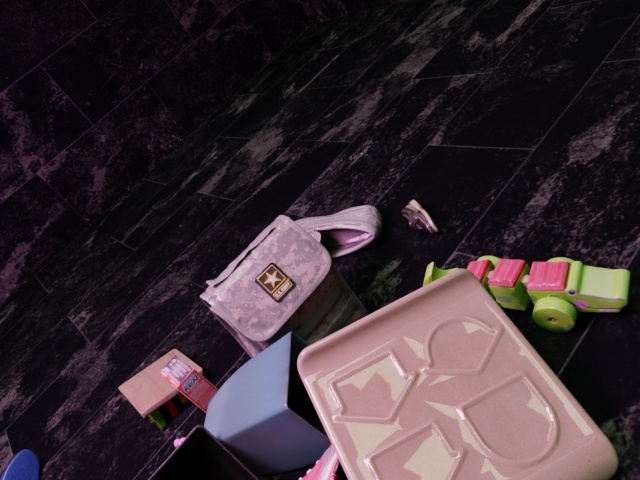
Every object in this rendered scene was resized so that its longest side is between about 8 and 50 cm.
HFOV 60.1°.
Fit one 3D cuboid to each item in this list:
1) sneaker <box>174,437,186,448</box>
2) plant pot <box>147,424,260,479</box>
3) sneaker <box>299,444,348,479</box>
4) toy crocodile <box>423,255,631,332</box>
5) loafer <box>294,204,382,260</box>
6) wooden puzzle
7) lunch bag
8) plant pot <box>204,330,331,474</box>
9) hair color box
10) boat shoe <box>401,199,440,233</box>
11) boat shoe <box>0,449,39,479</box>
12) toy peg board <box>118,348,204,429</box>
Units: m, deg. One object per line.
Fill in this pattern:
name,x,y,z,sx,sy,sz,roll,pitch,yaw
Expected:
sneaker,-0.247,0.424,1.122,0.119,0.047,0.057,-24,50,25
plant pot,-0.216,0.450,0.879,0.167,0.188,0.187,-48,-2,30
sneaker,-0.009,0.397,0.851,0.136,0.116,0.314,-3,43,47
toy crocodile,0.339,0.076,0.947,0.341,0.105,0.115,-1,46,43
loafer,0.000,0.000,1.373,0.319,0.112,0.111,-20,26,23
wooden puzzle,0.175,0.248,0.797,0.322,0.080,0.348,-27,56,-5
lunch bag,-0.073,0.123,1.112,0.235,0.287,0.169,-47,33,-19
plant pot,-0.094,0.316,1.001,0.234,0.166,0.165,-31,31,21
hair color box,-0.243,0.313,1.137,0.053,0.167,0.093,-49,33,-20
boat shoe,0.228,-0.046,1.272,0.049,0.056,0.152,-38,21,7
boat shoe,-0.744,0.613,1.289,0.089,0.109,0.258,-31,29,16
toy peg board,-0.364,0.355,1.309,0.161,0.079,0.161,-34,28,-28
